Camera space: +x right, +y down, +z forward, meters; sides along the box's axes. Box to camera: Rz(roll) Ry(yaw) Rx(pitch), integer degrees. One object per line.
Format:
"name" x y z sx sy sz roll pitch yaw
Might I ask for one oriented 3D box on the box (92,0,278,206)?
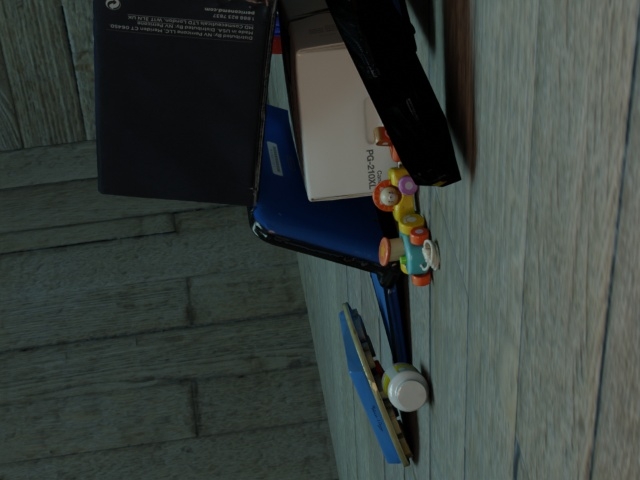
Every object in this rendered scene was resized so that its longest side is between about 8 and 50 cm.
"box" -0.135 -0.241 1.628 0.294 0.183 0.296 97 176 -49

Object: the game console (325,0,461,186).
"game console" 0.042 -0.202 1.286 0.361 0.044 0.213 -96 -19 -60

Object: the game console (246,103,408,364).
"game console" 0.000 0.000 1.815 0.293 0.250 0.173 -104 34 -56

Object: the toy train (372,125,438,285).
"toy train" 0.074 -0.039 1.492 0.125 0.046 0.166 93 169 -71

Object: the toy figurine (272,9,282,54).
"toy figurine" -0.105 -0.432 2.411 0.362 0.191 0.217 113 154 -80

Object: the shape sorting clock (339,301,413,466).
"shape sorting clock" 0.069 0.168 1.854 0.206 0.040 0.206 -19 -90 -84

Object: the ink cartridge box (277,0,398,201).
"ink cartridge box" 0.016 -0.169 1.686 0.237 0.100 0.172 -105 8 -63

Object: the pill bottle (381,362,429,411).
"pill bottle" 0.090 0.154 1.640 0.083 0.043 0.043 -130 33 -84
